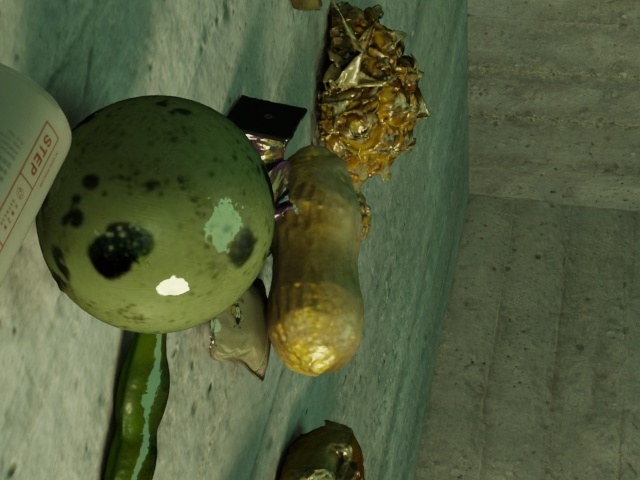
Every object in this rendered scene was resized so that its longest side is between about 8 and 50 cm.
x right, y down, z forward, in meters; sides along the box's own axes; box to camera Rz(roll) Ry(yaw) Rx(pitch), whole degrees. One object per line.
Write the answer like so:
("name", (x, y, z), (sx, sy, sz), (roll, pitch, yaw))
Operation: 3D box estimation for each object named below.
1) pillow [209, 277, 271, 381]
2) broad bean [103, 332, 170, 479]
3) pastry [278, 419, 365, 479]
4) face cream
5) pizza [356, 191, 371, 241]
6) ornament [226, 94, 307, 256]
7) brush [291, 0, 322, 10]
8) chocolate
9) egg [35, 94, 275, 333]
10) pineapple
("pillow", (-0.094, 0.091, 1.273), (0.233, 0.038, 0.131), (54, 37, -70))
("broad bean", (-0.173, 0.196, 0.981), (0.060, 0.043, 0.298), (33, 65, -64))
("pastry", (0.006, 0.415, 1.660), (0.257, 0.120, 0.236), (-52, 146, -64))
("face cream", (-0.220, 0.006, 0.585), (0.096, 0.095, 0.214), (79, 22, -51))
("pizza", (0.060, -0.020, 1.848), (0.195, 0.052, 0.185), (-2, 101, -77))
("ornament", (-0.060, -0.061, 1.256), (0.088, 0.081, 0.203), (-61, 155, -56))
("brush", (-0.037, -0.365, 1.306), (0.248, 0.043, 0.036), (76, 31, -57))
("chocolate", (-0.010, 0.025, 1.345), (0.134, 0.134, 0.309), (70, 17, -62))
("egg", (-0.121, -0.025, 0.819), (0.228, 0.177, 0.177), (-79, 172, -74))
("pineapple", (0.079, -0.208, 1.614), (0.158, 0.161, 0.335), (-45, 141, -66))
